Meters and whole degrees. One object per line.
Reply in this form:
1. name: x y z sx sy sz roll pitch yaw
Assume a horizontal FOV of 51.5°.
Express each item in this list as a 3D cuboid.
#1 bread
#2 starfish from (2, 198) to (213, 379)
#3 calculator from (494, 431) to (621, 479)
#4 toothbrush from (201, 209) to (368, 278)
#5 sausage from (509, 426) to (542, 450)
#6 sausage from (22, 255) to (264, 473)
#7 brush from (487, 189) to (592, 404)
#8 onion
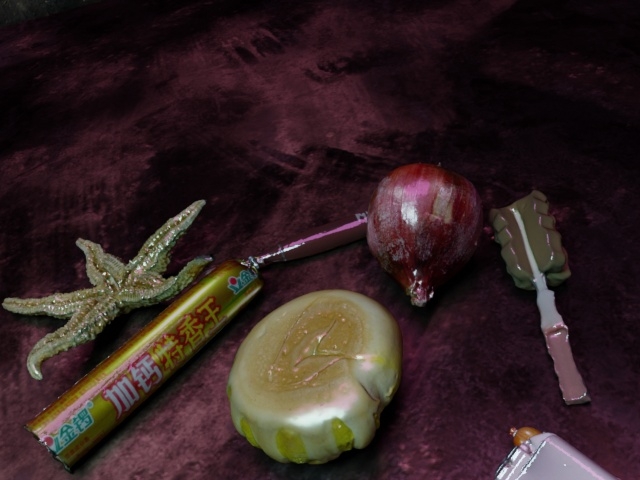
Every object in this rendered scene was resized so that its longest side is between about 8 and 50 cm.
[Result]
1. bread: -0.003 0.150 0.735 0.213 0.105 0.213 -11 40 9
2. starfish: -0.298 0.054 0.971 0.347 0.078 0.358 -35 28 -7
3. calculator: 0.227 0.244 0.574 0.100 0.032 0.175 -52 46 -4
4. toothbrush: 0.000 -0.001 0.977 0.363 0.041 0.041 -19 38 -4
5. sausage: 0.229 0.213 0.640 0.031 0.031 0.107 -35 40 -24
6. sausage: -0.196 0.134 0.849 0.082 0.082 0.371 20 49 37
7. brush: 0.271 0.063 0.799 0.084 0.071 0.301 -21 44 19
8. onion: 0.129 -0.002 0.854 0.159 0.159 0.195 2 61 20
